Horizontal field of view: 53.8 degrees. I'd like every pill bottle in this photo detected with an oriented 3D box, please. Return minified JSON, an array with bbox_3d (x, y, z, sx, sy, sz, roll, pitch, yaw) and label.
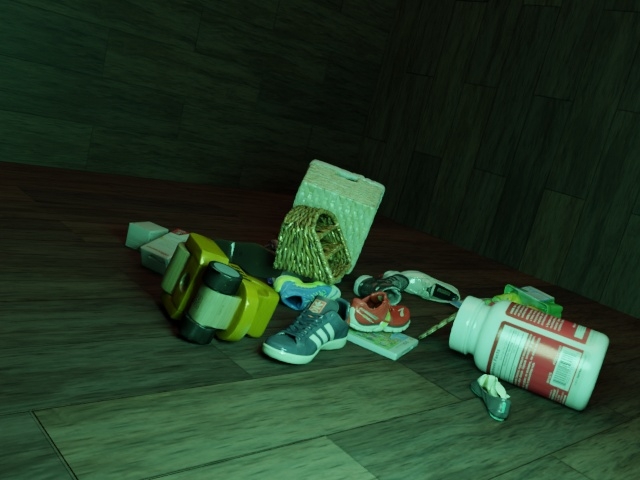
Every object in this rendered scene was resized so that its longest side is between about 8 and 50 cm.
[{"bbox_3d":[0.598,0.311,1.841,0.408,0.229,0.229,20,13,25],"label":"pill bottle"}]

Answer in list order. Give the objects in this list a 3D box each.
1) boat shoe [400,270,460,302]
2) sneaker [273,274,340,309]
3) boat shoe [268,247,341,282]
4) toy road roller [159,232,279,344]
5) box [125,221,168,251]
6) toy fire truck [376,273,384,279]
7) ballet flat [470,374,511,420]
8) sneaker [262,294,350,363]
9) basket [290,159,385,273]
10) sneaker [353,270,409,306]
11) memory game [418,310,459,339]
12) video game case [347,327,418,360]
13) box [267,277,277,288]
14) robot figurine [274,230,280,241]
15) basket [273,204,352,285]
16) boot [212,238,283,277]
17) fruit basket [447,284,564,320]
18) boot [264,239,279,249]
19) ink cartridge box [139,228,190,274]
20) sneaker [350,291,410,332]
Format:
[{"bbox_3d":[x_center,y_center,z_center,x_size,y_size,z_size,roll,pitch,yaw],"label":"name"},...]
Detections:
[{"bbox_3d":[0.435,0.195,2.540,0.268,0.096,0.088,22,6,-6],"label":"boat shoe"},{"bbox_3d":[-0.037,0.190,2.053,0.240,0.091,0.126,10,31,-21],"label":"sneaker"},{"bbox_3d":[-0.060,0.089,2.387,0.306,0.105,0.113,12,12,-8],"label":"boat shoe"},{"bbox_3d":[-0.266,0.144,1.692,0.241,0.202,0.329,21,11,-37],"label":"toy road roller"},{"bbox_3d":[-0.614,-0.011,2.236,0.102,0.087,0.101,20,13,25],"label":"box"},{"bbox_3d":[0.230,0.166,2.513,0.135,0.047,0.192,8,7,2],"label":"toy fire truck"},{"bbox_3d":[0.451,0.396,1.658,0.074,0.074,0.203,13,12,-6],"label":"ballet flat"},{"bbox_3d":[-0.029,0.225,1.688,0.131,0.148,0.350,20,13,26],"label":"sneaker"},{"bbox_3d":[0.047,-0.096,2.499,0.328,0.331,0.266,21,24,0],"label":"basket"},{"bbox_3d":[0.263,0.187,2.349,0.269,0.101,0.153,-3,21,-38],"label":"sneaker"},{"bbox_3d":[0.391,0.263,2.015,0.012,0.186,0.186,57,24,10],"label":"memory game"},{"bbox_3d":[0.168,0.292,1.916,0.212,0.023,0.193,20,13,25],"label":"video game case"},{"bbox_3d":[-0.118,0.160,2.184,0.136,0.028,0.081,10,12,-10],"label":"box"},{"bbox_3d":[-0.074,0.028,2.710,0.211,0.085,0.291,7,13,-29],"label":"robot figurine"},{"bbox_3d":[0.000,0.000,2.161,0.223,0.213,0.299,15,13,14],"label":"basket"},{"bbox_3d":[-0.254,0.061,2.316,0.305,0.112,0.115,17,1,23],"label":"boot"},{"bbox_3d":[0.711,0.265,2.363,0.353,0.165,0.327,5,15,-26],"label":"fruit basket"},{"bbox_3d":[-0.208,0.037,2.540,0.086,0.069,0.190,13,13,-20],"label":"boot"},{"bbox_3d":[-0.486,0.038,2.078,0.127,0.072,0.175,21,33,28],"label":"ink cartridge box"},{"bbox_3d":[0.193,0.216,1.949,0.279,0.118,0.107,2,18,-46],"label":"sneaker"}]
